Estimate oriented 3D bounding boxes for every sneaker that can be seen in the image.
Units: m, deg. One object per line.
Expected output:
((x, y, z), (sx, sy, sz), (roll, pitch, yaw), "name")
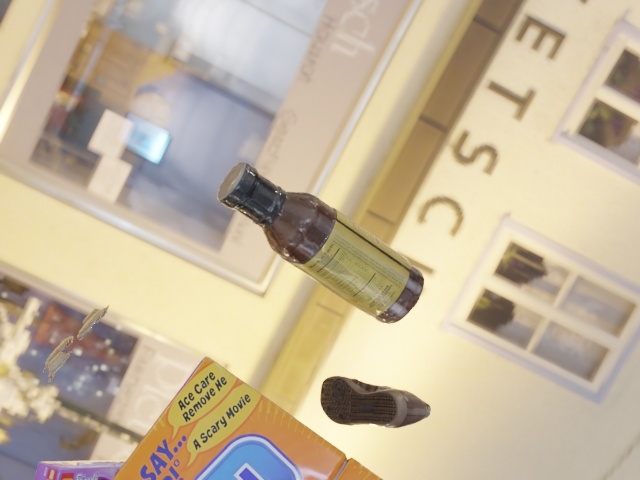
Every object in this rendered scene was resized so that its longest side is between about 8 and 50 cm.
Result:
((0.073, 0.229, 1.575), (0.188, 0.071, 0.066), (6, -94, 55), "sneaker")

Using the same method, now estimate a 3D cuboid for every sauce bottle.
((0.000, 0.000, 1.723), (0.111, 0.344, 0.111), (-44, -156, 25), "sauce bottle")

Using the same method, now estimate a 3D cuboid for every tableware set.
((-0.412, 0.168, 1.922), (0.168, 0.020, 0.141), (-46, -169, 2), "tableware set")

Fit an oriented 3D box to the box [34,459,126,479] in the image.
((-0.470, 0.538, 2.246), (0.293, 0.057, 0.200), (21, 81, -65), "box")

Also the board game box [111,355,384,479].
((-0.093, 0.399, 1.240), (0.356, 0.356, 0.356), (-54, 177, -19), "board game box")
